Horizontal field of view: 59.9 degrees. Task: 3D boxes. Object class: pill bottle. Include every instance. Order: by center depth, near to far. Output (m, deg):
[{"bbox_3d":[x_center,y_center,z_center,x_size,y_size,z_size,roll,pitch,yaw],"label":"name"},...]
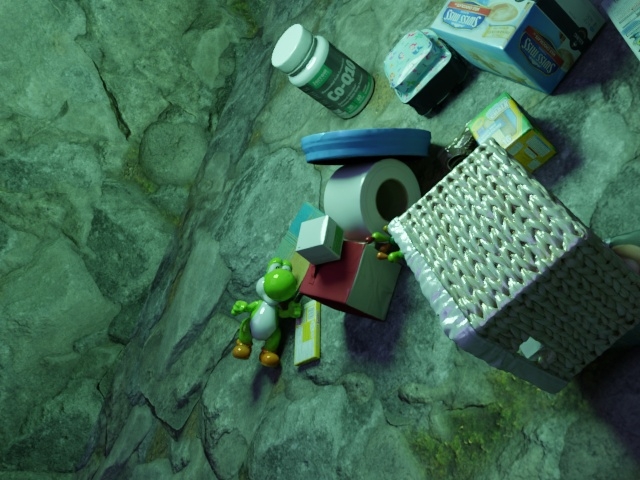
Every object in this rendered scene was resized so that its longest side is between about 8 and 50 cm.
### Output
[{"bbox_3d":[0.009,-0.628,2.073,0.204,0.361,0.204,-31,46,39],"label":"pill bottle"}]

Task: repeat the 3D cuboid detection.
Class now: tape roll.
[{"bbox_3d":[0.156,-0.116,1.650,0.169,0.246,0.245,2,70,53],"label":"tape roll"}]

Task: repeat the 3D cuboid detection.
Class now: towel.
[{"bbox_3d":[-0.081,0.052,2.032,0.370,0.040,0.271,-61,33,7],"label":"towel"}]

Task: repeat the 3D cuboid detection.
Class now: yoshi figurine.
[{"bbox_3d":[-0.174,0.236,1.867,0.203,0.204,0.361,13,86,37],"label":"yoshi figurine"}]

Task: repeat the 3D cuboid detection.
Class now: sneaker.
[{"bbox_3d":[0.420,-0.274,1.585,0.188,0.066,0.071,-46,55,32],"label":"sneaker"}]

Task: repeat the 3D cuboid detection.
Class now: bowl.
[{"bbox_3d":[0.137,-0.277,1.680,0.391,0.392,0.077,3,96,53],"label":"bowl"}]

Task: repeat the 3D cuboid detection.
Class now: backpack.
[{"bbox_3d":[0.322,-0.559,1.789,0.225,0.191,0.253,-44,34,27],"label":"backpack"}]

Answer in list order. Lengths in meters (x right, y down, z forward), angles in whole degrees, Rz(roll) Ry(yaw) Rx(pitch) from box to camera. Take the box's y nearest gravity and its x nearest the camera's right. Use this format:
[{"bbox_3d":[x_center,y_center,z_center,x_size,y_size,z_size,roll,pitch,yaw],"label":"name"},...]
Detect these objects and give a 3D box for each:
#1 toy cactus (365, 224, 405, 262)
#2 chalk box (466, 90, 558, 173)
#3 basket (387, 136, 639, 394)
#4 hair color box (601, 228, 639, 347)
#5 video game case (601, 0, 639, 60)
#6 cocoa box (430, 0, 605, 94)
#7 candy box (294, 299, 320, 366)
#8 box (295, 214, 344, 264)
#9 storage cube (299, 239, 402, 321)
[{"bbox_3d":[0.249,0.006,1.512,0.219,0.181,0.112,8,105,28],"label":"toy cactus"},{"bbox_3d":[0.483,-0.278,1.430,0.132,0.132,0.212,-42,41,29],"label":"chalk box"},{"bbox_3d":[0.360,0.048,1.008,0.266,0.328,0.331,-46,37,20],"label":"basket"},{"bbox_3d":[0.593,0.092,1.058,0.375,0.114,0.185,-24,51,44],"label":"hair color box"},{"bbox_3d":[0.787,-0.531,1.146,0.329,0.036,0.299,-40,39,37],"label":"video game case"},{"bbox_3d":[0.515,-0.582,1.498,0.227,0.232,0.347,-56,35,13],"label":"cocoa box"},{"bbox_3d":[-0.042,0.302,1.824,0.105,0.027,0.205,-32,45,41],"label":"candy box"},{"bbox_3d":[0.000,0.000,1.557,0.102,0.087,0.101,-15,50,36],"label":"box"},{"bbox_3d":[0.091,0.112,1.621,0.193,0.215,0.183,7,73,47],"label":"storage cube"}]
